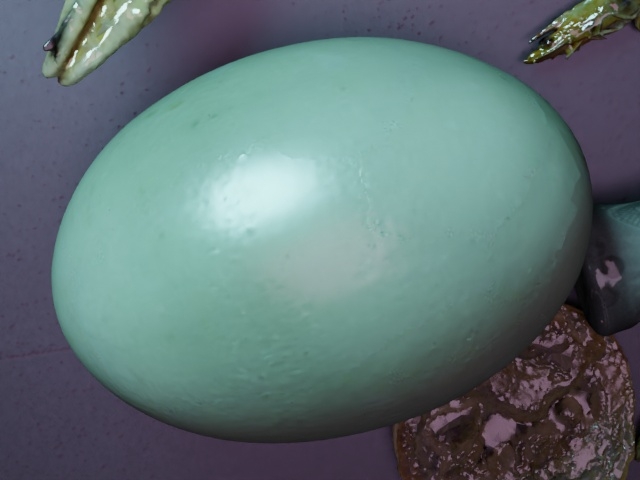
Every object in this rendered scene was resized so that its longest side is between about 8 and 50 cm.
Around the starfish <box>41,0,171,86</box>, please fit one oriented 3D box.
[{"bbox_3d":[-0.076,-0.293,0.771,0.324,0.082,0.432,44,85,0],"label":"starfish"}]

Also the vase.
[{"bbox_3d":[0.250,-0.008,0.845,0.219,0.096,0.096,-15,101,3],"label":"vase"}]

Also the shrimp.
[{"bbox_3d":[0.175,-0.108,0.855,0.114,0.023,0.083,-26,104,-1],"label":"shrimp"}]

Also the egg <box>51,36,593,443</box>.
[{"bbox_3d":[0.000,0.000,0.776,0.283,0.203,0.203,-15,101,5],"label":"egg"}]

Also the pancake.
[{"bbox_3d":[0.115,0.108,0.893,0.158,0.028,0.158,-1,102,-5],"label":"pancake"}]

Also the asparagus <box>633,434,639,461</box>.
[{"bbox_3d":[0.285,0.064,0.891,0.236,0.027,0.034,-29,113,3],"label":"asparagus"}]
